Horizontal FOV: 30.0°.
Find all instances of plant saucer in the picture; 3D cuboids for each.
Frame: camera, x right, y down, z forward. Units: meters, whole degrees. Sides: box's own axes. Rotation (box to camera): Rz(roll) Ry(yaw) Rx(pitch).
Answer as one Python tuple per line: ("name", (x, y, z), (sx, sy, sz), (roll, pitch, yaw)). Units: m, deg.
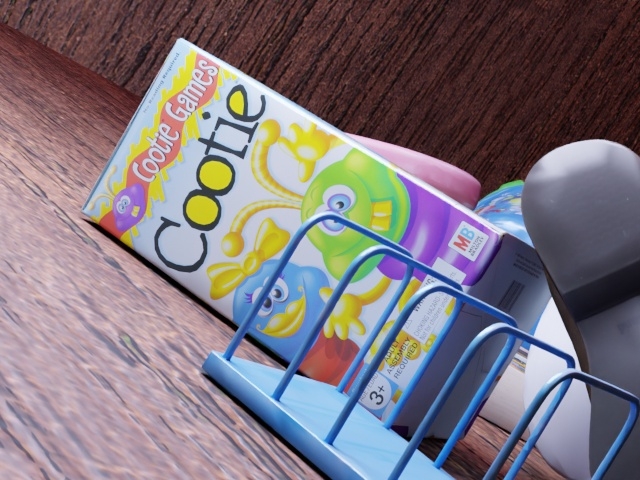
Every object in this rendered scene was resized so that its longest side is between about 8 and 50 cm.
("plant saucer", (-0.001, -0.053, 1.262), (0.332, 0.084, 0.332), (11, -5, 1))

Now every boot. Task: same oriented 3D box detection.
("boot", (0.201, 0.094, 0.687), (0.115, 0.112, 0.305), (54, 20, -60))

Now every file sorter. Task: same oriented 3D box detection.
("file sorter", (0.053, 0.074, 0.595), (0.170, 0.104, 0.118), (34, 5, 37))

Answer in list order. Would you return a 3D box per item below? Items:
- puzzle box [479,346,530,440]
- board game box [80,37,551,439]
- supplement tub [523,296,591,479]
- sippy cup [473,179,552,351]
("puzzle box", (0.169, 0.125, 1.116), (0.409, 0.052, 0.272), (30, 5, -11))
("board game box", (0.000, 0.000, 0.811), (0.275, 0.142, 0.144), (34, 6, 28))
("supplement tub", (0.337, 0.138, 0.866), (0.331, 0.241, 0.241), (28, 5, -25))
("sippy cup", (0.229, 0.049, 1.386), (0.224, 0.305, 0.240), (-10, 81, -68))
